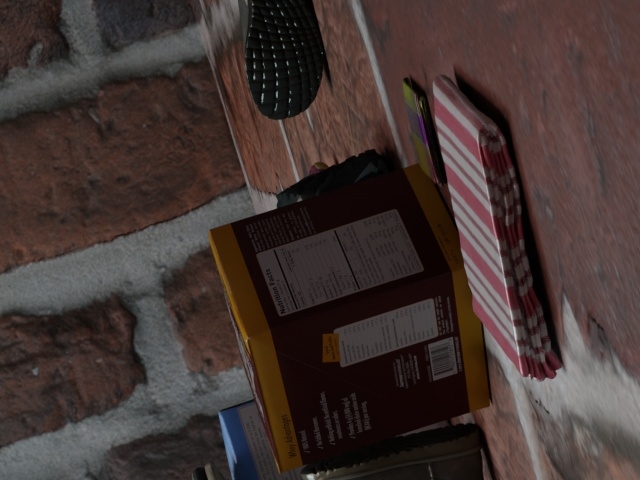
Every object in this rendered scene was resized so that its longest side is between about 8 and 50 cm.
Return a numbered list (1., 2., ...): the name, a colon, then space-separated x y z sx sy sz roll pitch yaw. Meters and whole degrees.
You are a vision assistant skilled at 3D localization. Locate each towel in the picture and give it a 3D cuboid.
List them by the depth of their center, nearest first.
1. towel: 0.120 -0.012 1.350 0.144 0.029 0.197 -121 17 -68
2. towel: 0.083 -0.087 1.558 0.060 0.009 0.083 -120 15 -69

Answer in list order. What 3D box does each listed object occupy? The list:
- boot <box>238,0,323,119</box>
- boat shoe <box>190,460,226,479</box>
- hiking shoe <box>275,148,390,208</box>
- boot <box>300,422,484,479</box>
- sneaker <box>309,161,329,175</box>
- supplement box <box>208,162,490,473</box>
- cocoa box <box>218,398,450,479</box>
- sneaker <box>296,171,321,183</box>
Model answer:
1. boot: -0.053 -0.268 2.075 0.161 0.083 0.247 -103 4 -64
2. boat shoe: -0.104 0.326 1.979 0.084 0.079 0.233 -114 10 -52
3. hiking shoe: 0.037 -0.003 1.866 0.132 0.113 0.304 64 -177 8
4. boot: 0.092 0.288 1.800 0.076 0.189 0.208 -55 -47 -73
5. sneaker: 0.000 0.000 2.255 0.069 0.084 0.185 -120 13 -65
6. supplement box: 0.026 0.068 1.636 0.191 0.194 0.129 79 172 -47
7. cocoa box: 0.031 0.291 2.103 0.347 0.228 0.231 90 161 -72
8. sneaker: 0.008 0.049 2.079 0.130 0.087 0.227 50 -144 -38
